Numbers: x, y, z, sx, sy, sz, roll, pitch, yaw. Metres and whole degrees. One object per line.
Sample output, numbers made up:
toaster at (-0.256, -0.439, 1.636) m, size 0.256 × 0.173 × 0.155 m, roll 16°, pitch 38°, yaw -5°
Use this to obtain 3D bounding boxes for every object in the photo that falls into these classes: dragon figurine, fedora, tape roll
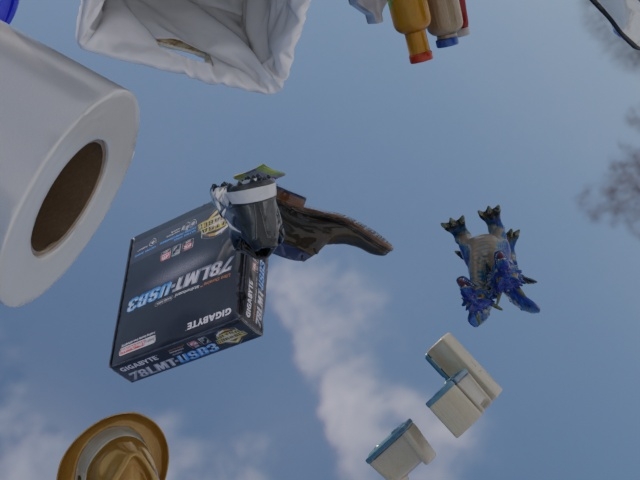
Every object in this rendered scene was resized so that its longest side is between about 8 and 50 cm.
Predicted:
dragon figurine at (0.209, 0.054, 1.411) m, size 0.289 × 0.085 × 0.144 m, roll 52°, pitch -155°, yaw -62°
fedora at (-0.289, 0.350, 1.732) m, size 0.194 × 0.079 × 0.194 m, roll -12°, pitch -68°, yaw -32°
tape roll at (-0.314, -0.079, 1.173) m, size 0.169 × 0.246 × 0.246 m, roll 28°, pitch -150°, yaw 7°

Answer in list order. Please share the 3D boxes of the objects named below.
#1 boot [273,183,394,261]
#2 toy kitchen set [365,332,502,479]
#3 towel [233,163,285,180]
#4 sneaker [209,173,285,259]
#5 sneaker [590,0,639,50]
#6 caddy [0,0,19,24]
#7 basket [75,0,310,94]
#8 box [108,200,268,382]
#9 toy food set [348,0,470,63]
boot at (0.000, 0.000, 1.869) m, size 0.219 × 0.106 × 0.082 m, roll 26°, pitch -175°, yaw 5°
toy kitchen set at (0.152, 0.249, 1.754) m, size 0.122 × 0.166 × 0.207 m, roll 48°, pitch -163°, yaw 9°
towel at (-0.110, -0.116, 2.124) m, size 0.060 × 0.083 × 0.009 m, roll 18°, pitch -115°, yaw -40°
sneaker at (-0.093, -0.028, 1.520) m, size 0.234 × 0.078 × 0.106 m, roll -163°, pitch 60°, yaw -80°
sneaker at (0.341, -0.279, 1.105) m, size 0.127 × 0.315 × 0.182 m, roll -91°, pitch 0°, yaw -50°
caddy at (-0.571, -0.432, 1.721) m, size 0.241 × 0.341 × 0.179 m, roll -19°, pitch -127°, yaw -34°
basket at (-0.183, -0.444, 1.816) m, size 0.328 × 0.331 × 0.266 m, roll 12°, pitch -152°, yaw -16°
box at (-0.225, 0.075, 2.085) m, size 0.073 × 0.295 × 0.293 m, roll 43°, pitch -143°, yaw -38°
toy food set at (0.098, -0.254, 1.291) m, size 0.232 × 0.111 × 0.104 m, roll -146°, pitch 41°, yaw -74°
